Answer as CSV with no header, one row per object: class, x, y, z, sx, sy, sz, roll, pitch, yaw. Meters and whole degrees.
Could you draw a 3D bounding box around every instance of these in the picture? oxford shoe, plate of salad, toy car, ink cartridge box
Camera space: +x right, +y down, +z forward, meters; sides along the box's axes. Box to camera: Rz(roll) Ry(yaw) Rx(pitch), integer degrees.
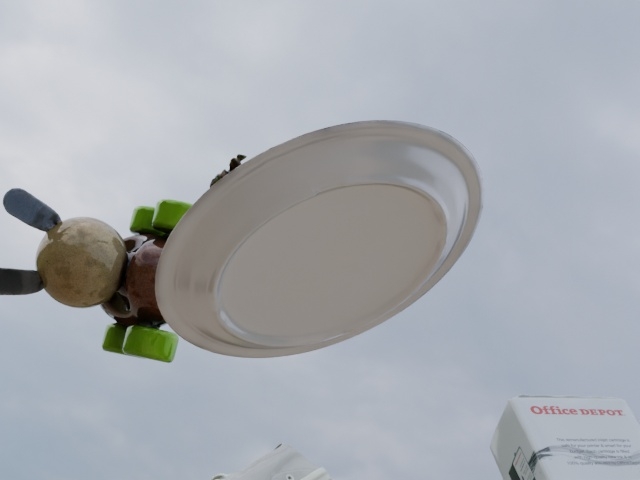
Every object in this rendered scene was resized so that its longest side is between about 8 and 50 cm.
oxford shoe,-0.147,0.430,1.517,0.130,0.449,0.169,40,-63,20
plate of salad,0.000,0.000,0.572,0.200,0.048,0.199,-15,-37,-12
toy car,-0.227,0.024,0.960,0.189,0.155,0.149,16,-11,-26
ink cartridge box,0.289,0.268,1.049,0.153,0.208,0.086,5,-54,-16
